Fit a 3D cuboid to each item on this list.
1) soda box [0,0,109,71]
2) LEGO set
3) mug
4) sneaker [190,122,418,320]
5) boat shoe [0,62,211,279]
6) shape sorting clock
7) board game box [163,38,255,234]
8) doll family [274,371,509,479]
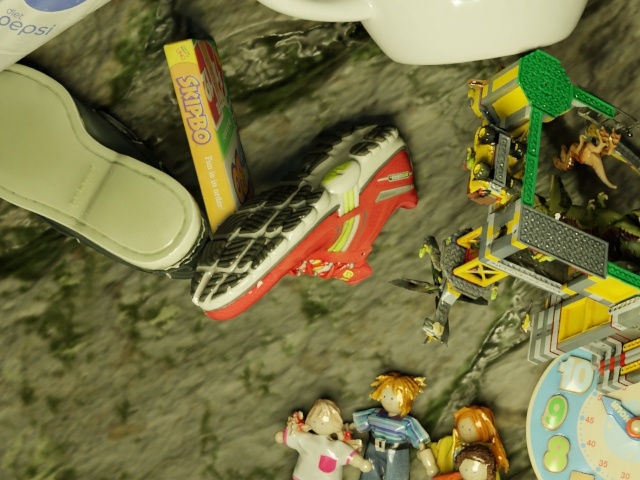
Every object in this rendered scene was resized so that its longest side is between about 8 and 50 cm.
[{"bbox_3d":[-0.251,-0.279,1.772,0.286,0.091,0.098,-30,62,14],"label":"soda box"},{"bbox_3d":[0.219,-0.004,1.651,0.192,0.331,0.255,-30,51,51],"label":"LEGO set"},{"bbox_3d":[0.076,-0.320,1.595,0.374,0.276,0.328,-15,104,-21],"label":"mug"},{"bbox_3d":[0.000,0.000,1.698,0.107,0.279,0.118,5,128,50],"label":"sneaker"},{"bbox_3d":[-0.230,-0.063,1.797,0.340,0.113,0.127,28,82,29],"label":"boat shoe"},{"bbox_3d":[0.298,0.180,1.726,0.206,0.040,0.206,-2,69,6],"label":"shape sorting clock"},{"bbox_3d":[-0.094,-0.066,1.763,0.039,0.124,0.259,-11,94,8],"label":"board game box"},{"bbox_3d":[0.090,0.218,1.781,0.263,0.118,0.163,14,106,28],"label":"doll family"}]
